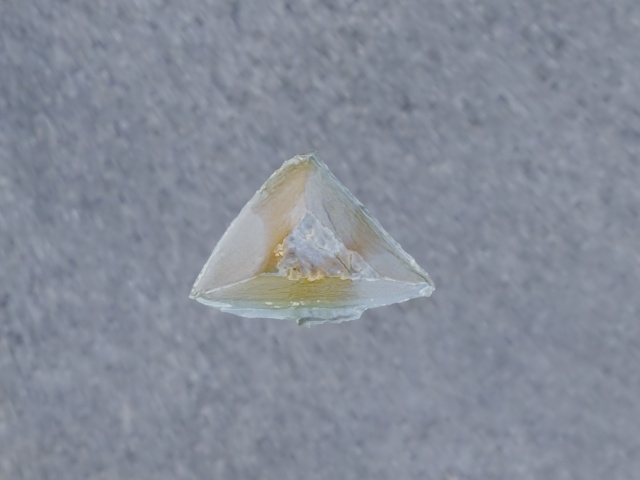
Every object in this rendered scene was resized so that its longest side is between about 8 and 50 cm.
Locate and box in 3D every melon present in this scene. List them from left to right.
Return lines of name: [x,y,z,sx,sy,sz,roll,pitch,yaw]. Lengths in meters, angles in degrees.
melon: [-0.002,-0.003,1.516,0.202,0.093,0.139,1,82,-22]
